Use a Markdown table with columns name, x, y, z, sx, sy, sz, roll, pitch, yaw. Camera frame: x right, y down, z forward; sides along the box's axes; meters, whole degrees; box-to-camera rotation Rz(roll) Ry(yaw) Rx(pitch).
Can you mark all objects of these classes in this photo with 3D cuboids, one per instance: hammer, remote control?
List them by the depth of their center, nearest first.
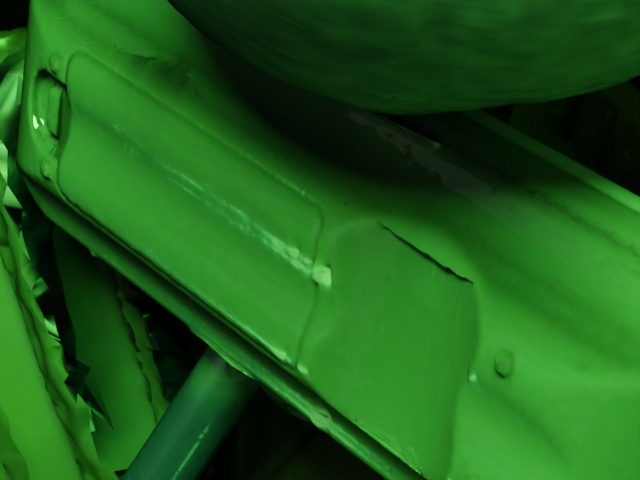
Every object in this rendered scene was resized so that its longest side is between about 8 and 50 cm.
| name | x | y | z | sx | sy | sz | roll | pitch | yaw |
| --- | --- | --- | --- | --- | --- | --- | --- | --- | --- |
| remote control | 0.000 | 0.000 | 0.577 | 0.335 | 0.065 | 0.128 | 33 | 123 | 39 |
| hammer | -0.043 | 0.066 | 0.716 | 0.194 | 0.069 | 0.116 | -56 | 51 | 23 |

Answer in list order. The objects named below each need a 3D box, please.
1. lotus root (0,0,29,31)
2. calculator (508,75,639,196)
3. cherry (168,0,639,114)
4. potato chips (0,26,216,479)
| name | x | y | z | sx | sy | sz | roll | pitch | yaw |
| --- | --- | --- | --- | --- | --- | --- | --- | --- | --- |
| lotus root | -0.214 | -0.111 | 0.900 | 0.284 | 0.160 | 0.146 | -51 | 48 | 49 |
| calculator | 0.116 | 0.033 | 0.540 | 0.236 | 0.033 | 0.157 | 48 | 134 | 45 |
| cherry | 0.035 | -0.158 | 0.464 | 0.296 | 0.218 | 0.255 | 142 | 114 | -67 |
| potato chips | -0.195 | 0.057 | 0.871 | 0.358 | 0.070 | 0.429 | 4 | 124 | 36 |
